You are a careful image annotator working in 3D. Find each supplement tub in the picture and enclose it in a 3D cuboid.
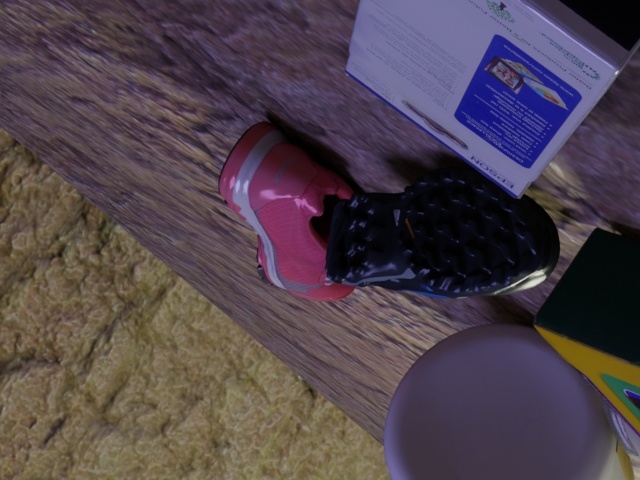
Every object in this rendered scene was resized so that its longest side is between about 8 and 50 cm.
[{"bbox_3d":[0.214,0.250,1.966,0.241,0.241,0.331,32,168,24],"label":"supplement tub"}]

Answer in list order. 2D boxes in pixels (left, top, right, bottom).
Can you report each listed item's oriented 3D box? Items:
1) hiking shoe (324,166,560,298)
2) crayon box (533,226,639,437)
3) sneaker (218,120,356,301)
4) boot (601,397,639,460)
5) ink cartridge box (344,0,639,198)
[{"bbox_3d":[0.129,-0.003,1.606,0.132,0.113,0.304,8,178,-30],"label":"hiking shoe"},{"bbox_3d":[0.384,0.161,1.402,0.363,0.106,0.313,43,166,-36],"label":"crayon box"},{"bbox_3d":[0.000,0.000,1.924,0.136,0.116,0.314,29,167,30],"label":"sneaker"},{"bbox_3d":[0.376,0.217,1.752,0.213,0.077,0.165,45,167,-15],"label":"boot"},{"bbox_3d":[0.105,-0.130,1.152,0.165,0.065,0.333,36,168,3],"label":"ink cartridge box"}]
